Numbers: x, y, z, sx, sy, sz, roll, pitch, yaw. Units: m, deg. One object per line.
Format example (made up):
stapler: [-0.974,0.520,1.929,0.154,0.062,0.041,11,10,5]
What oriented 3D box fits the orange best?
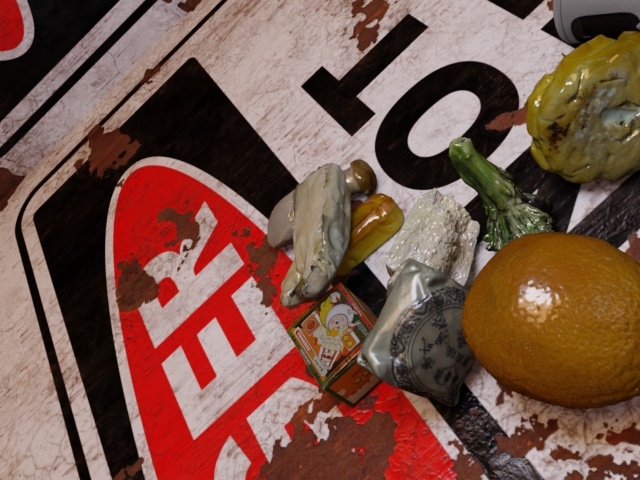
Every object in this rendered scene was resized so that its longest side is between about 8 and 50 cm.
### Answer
orange: [0.447,0.148,1.304,0.356,0.322,0.322,22,76,32]

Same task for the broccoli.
broccoli: [0.368,-0.098,1.528,0.164,0.304,0.146,-16,31,48]

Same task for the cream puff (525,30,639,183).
cream puff: [0.584,-0.297,1.519,0.324,0.291,0.257,-54,17,32]

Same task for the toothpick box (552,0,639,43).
toothpick box: [0.716,-0.573,1.631,0.316,0.229,0.229,9,68,39]

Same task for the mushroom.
mushroom: [-0.008,-0.099,1.926,0.350,0.128,0.128,-30,48,11]

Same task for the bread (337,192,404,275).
bread: [0.098,-0.019,1.814,0.245,0.094,0.102,-41,42,9]

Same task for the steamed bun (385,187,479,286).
steamed bun: [0.264,0.013,1.602,0.170,0.200,0.226,15,71,28]

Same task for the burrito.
burrito: [0.000,0.002,1.712,0.190,0.135,0.332,-30,45,47]

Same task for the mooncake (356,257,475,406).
mooncake: [0.226,0.193,1.460,0.136,0.254,0.250,21,85,60]

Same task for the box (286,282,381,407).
box: [0.057,0.237,1.639,0.177,0.148,0.195,-42,46,5]
